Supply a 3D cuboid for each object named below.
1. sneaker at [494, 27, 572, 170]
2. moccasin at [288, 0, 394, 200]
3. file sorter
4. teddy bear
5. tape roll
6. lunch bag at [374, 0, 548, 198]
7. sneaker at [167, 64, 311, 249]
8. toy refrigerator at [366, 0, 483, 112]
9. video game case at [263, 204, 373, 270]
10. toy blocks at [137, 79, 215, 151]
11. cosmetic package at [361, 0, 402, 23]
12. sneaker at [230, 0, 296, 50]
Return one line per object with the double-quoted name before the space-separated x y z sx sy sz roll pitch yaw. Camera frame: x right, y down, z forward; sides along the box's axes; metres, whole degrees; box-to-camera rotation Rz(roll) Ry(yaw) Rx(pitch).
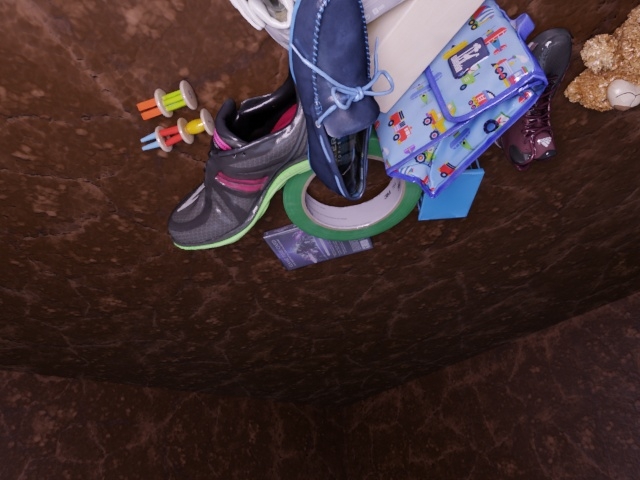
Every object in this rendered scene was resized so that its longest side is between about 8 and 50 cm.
"sneaker" 0.439 -0.251 0.868 0.106 0.163 0.281 -8 146 -2
"moccasin" 0.044 -0.200 0.652 0.137 0.117 0.342 -31 146 -12
"file sorter" 0.292 -0.140 1.036 0.118 0.105 0.170 -4 148 1
"teddy bear" 0.583 -0.352 0.763 0.245 0.113 0.338 -10 150 -31
"tape roll" 0.071 -0.128 1.017 0.320 0.077 0.321 -5 140 -4
"lunch bag" 0.237 -0.256 0.761 0.138 0.221 0.293 19 137 -34
"sneaker" -0.151 -0.164 0.856 0.482 0.185 0.202 -39 138 21
"toy refrigerator" 0.144 -0.349 0.701 0.102 0.094 0.269 14 133 -37
"video game case" 0.000 0.000 1.253 0.274 0.026 0.196 -15 145 10
"toy blocks" -0.292 -0.225 0.832 0.148 0.054 0.123 -16 146 11
"cosmetic package" 0.028 -0.420 0.563 0.107 0.127 0.238 -23 145 20
"sneaker" -0.055 -0.329 0.638 0.108 0.169 0.292 -27 144 22
